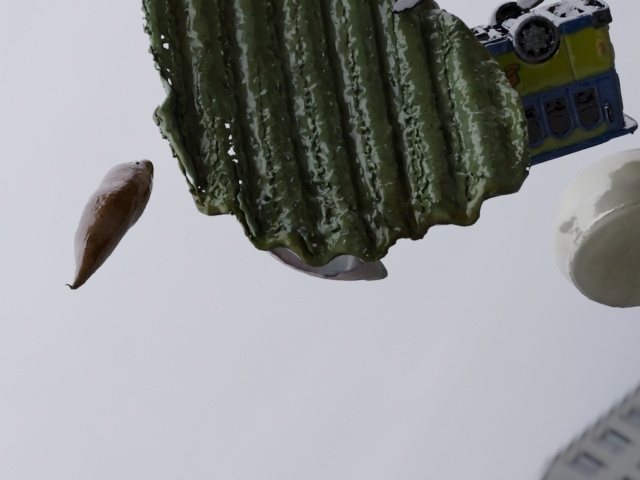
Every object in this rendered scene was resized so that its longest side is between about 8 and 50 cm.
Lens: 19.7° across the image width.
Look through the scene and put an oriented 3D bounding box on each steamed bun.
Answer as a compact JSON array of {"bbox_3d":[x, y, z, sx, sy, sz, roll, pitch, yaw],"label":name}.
[{"bbox_3d":[0.403,-0.030,2.344,0.232,0.232,0.145,90,173,-46],"label":"steamed bun"}]

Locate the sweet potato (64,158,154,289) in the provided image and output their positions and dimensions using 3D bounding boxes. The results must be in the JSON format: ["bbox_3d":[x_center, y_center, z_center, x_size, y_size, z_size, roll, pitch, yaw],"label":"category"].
[{"bbox_3d":[-0.202,-0.018,1.740,0.056,0.056,0.195,96,-166,-45],"label":"sweet potato"}]

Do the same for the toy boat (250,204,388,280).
[{"bbox_3d":[0.000,0.000,2.393,0.096,0.206,0.282,-64,-6,0],"label":"toy boat"}]

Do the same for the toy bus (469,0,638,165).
[{"bbox_3d":[0.191,-0.162,2.056,0.138,0.287,0.175,-119,13,-74],"label":"toy bus"}]

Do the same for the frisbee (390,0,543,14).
[{"bbox_3d":[0.145,-0.273,1.805,0.187,0.211,0.012,-31,-45,20],"label":"frisbee"}]

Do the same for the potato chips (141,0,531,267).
[{"bbox_3d":[0.009,-0.159,1.778,0.358,0.429,0.070,-1,-37,-15],"label":"potato chips"}]
